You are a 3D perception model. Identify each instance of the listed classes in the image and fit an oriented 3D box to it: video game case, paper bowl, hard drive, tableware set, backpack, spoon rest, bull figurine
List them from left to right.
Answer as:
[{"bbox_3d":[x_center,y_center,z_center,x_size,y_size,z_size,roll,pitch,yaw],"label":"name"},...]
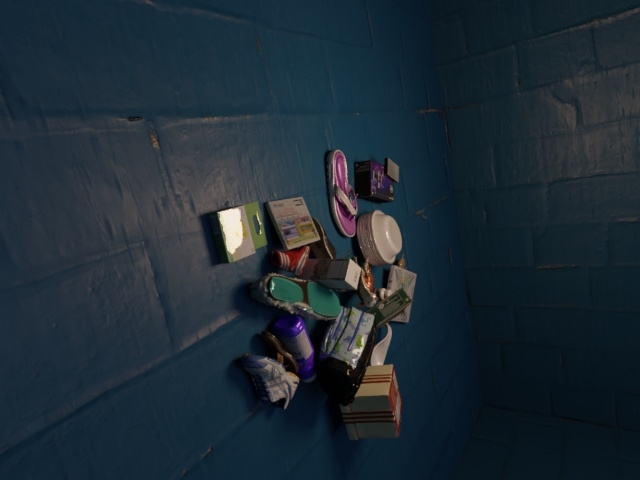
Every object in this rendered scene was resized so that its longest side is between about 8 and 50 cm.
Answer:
[{"bbox_3d":[-0.103,-0.070,1.572,0.213,0.023,0.193,-18,83,-54],"label":"video game case"},{"bbox_3d":[0.110,0.439,1.667,0.355,0.274,0.289,-47,152,-34],"label":"backpack"},{"bbox_3d":[0.200,0.187,1.883,0.310,0.101,0.188,-80,160,-80],"label":"bull figurine"},{"bbox_3d":[0.309,0.541,2.091,0.137,0.084,0.276,47,51,-42],"label":"spoon rest"},{"bbox_3d":[0.310,-0.017,2.048,0.284,0.148,0.283,33,48,-48],"label":"paper bowl"},{"bbox_3d":[0.378,-0.372,2.152,0.135,0.022,0.094,20,69,-52],"label":"hard drive"},{"bbox_3d":[0.441,0.183,2.349,0.194,0.039,0.128,-57,142,-33],"label":"tableware set"},{"bbox_3d":[0.455,0.312,2.312,0.329,0.036,0.299,21,78,-54],"label":"video game case"}]

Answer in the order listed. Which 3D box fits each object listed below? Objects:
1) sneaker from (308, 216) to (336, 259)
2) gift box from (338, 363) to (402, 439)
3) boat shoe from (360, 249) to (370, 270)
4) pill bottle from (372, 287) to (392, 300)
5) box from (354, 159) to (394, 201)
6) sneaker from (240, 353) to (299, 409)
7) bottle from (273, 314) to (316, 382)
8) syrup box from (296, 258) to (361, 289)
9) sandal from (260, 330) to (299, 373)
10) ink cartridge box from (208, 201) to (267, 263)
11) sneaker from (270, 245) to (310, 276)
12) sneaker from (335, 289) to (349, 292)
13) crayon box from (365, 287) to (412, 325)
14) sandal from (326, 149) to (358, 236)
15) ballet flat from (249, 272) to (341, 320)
[{"bbox_3d":[0.000,0.000,1.730,0.118,0.083,0.221,-44,115,-71],"label":"sneaker"},{"bbox_3d":[0.215,0.711,1.808,0.276,0.259,0.254,-42,120,-71],"label":"gift box"},{"bbox_3d":[0.231,0.090,2.057,0.049,0.043,0.136,11,77,-52],"label":"boat shoe"},{"bbox_3d":[0.300,0.276,2.069,0.067,0.120,0.066,9,78,-55],"label":"pill bottle"},{"bbox_3d":[0.285,-0.301,2.119,0.261,0.103,0.184,4,87,-54],"label":"box"},{"bbox_3d":[-0.176,0.490,1.394,0.296,0.112,0.130,49,50,-40],"label":"sneaker"},{"bbox_3d":[-0.085,0.411,1.520,0.092,0.118,0.282,-49,131,-47],"label":"bottle"},{"bbox_3d":[0.030,0.133,1.604,0.096,0.237,0.093,41,55,-44],"label":"syrup box"},{"bbox_3d":[-0.155,0.412,1.451,0.060,0.090,0.219,-51,128,-32],"label":"sandal"},{"bbox_3d":[-0.259,-0.036,1.375,0.235,0.056,0.170,-24,106,-51],"label":"ink cartridge box"},{"bbox_3d":[-0.115,0.053,1.543,0.221,0.128,0.086,-86,-162,-76],"label":"sneaker"},{"bbox_3d":[0.094,0.172,1.812,0.225,0.093,0.087,46,51,-49],"label":"sneaker"},{"bbox_3d":[0.311,0.343,1.942,0.083,0.203,0.323,55,-9,18],"label":"crayon box"},{"bbox_3d":[0.116,-0.212,1.870,0.169,0.103,0.415,-31,112,-51],"label":"sandal"},{"bbox_3d":[-0.094,0.211,1.510,0.409,0.147,0.146,27,65,-43],"label":"ballet flat"}]
